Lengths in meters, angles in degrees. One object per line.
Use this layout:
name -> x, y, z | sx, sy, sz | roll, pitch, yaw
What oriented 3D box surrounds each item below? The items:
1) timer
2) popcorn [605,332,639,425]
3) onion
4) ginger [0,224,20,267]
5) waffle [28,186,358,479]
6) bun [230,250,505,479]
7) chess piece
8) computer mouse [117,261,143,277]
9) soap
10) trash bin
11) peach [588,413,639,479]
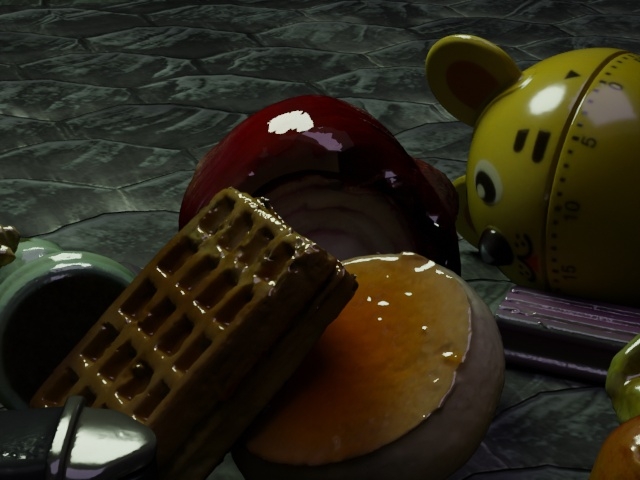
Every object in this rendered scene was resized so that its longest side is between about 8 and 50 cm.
timer -> 0.313, -0.081, 2.364 | 0.387, 0.376, 0.376 | 15, 23, 25
popcorn -> 0.474, 0.143, 1.838 | 0.292, 0.334, 0.293 | 43, 59, 5
onion -> -0.004, 0.007, 2.098 | 0.341, 0.341, 0.341 | 4, 21, -1
ginger -> -0.475, 0.069, 1.989 | 0.333, 0.080, 0.166 | -36, 43, -8
waffle -> -0.128, 0.108, 1.830 | 0.098, 0.327, 0.224 | 40, 0, -37
bun -> 0.053, 0.157, 1.864 | 0.299, 0.165, 0.299 | -15, 46, 16
chess piece -> -0.298, 0.084, 2.047 | 0.195, 0.194, 0.299 | -3, 13, -19
computer mouse -> -0.189, 0.089, 2.153 | 0.120, 0.057, 0.232 | 30, 5, -27
soap -> 0.311, 0.116, 2.217 | 0.203, 0.065, 0.122 | 11, 21, 17
trash bin -> -0.278, 0.247, 1.568 | 0.290, 0.209, 0.182 | -1, 22, 2
peach -> 0.351, 0.264, 1.588 | 0.238, 0.281, 0.281 | -38, 18, 11
